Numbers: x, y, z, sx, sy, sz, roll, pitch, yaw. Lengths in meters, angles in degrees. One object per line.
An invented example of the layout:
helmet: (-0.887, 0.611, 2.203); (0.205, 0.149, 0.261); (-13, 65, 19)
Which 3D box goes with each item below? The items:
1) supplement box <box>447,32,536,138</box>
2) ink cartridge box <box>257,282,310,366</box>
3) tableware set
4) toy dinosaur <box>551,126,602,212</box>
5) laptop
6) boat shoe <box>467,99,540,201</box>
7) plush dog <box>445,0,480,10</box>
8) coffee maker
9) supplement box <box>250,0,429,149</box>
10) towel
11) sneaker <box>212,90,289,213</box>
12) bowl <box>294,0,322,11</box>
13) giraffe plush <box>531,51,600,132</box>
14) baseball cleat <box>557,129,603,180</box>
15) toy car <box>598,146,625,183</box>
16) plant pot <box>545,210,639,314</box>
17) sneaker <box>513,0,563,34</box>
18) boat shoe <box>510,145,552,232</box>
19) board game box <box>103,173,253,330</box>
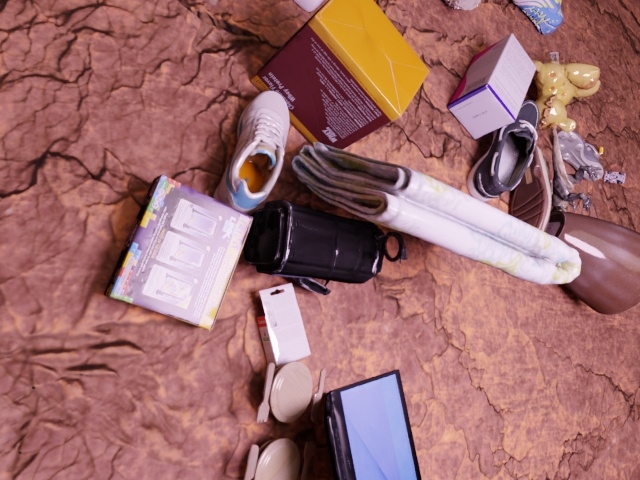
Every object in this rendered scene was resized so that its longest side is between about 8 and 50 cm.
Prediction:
supplement box: (0.403, -0.360, 1.162); (0.114, 0.111, 0.220); (42, 58, -20)
ink cartridge box: (-0.060, 0.128, 0.758); (0.063, 0.029, 0.115); (-11, 83, -36)
tableware set: (-0.060, 0.268, 0.711); (0.128, 0.039, 0.194); (23, 73, -47)
toy dinosaur: (0.604, -0.136, 1.203); (0.064, 0.118, 0.268); (-24, 116, -22)
laptop: (0.092, 0.338, 0.743); (0.137, 0.264, 0.234); (-11, 83, 0)
boat shoe: (0.443, -0.214, 1.133); (0.114, 0.091, 0.302); (35, 70, -15)
plush dog: (0.286, -0.691, 1.138); (0.263, 0.210, 0.225); (4, 49, -36)
coffee maker: (0.000, 0.000, 0.737); (0.178, 0.171, 0.120); (10, 60, -39)
supplement box: (0.029, -0.272, 0.821); (0.191, 0.194, 0.129); (44, 56, -18)
towel: (0.167, -0.040, 0.789); (0.375, 0.320, 0.090); (19, 99, -29)
sneaker: (-0.089, -0.142, 0.769); (0.088, 0.092, 0.228); (25, 63, -26)
bowl: (-0.029, -0.523, 0.936); (0.142, 0.053, 0.142); (39, 57, -22)
giraffe plush: (0.609, -0.365, 1.294); (0.210, 0.181, 0.170); (11, 93, -44)
baseball cleat: (0.717, -0.253, 1.395); (0.206, 0.072, 0.109); (41, 44, -25)
toy car: (0.876, -0.227, 1.500); (0.040, 0.060, 0.121); (-13, 93, -69)
plant pot: (0.626, 0.030, 1.179); (0.231, 0.215, 0.215); (28, 63, -11)
sneaker: (0.630, -0.659, 1.414); (0.240, 0.091, 0.126); (-16, 88, -38)
boat shoe: (0.519, -0.109, 1.192); (0.095, 0.095, 0.257); (26, 64, -34)
board game box: (-0.186, 0.018, 0.672); (0.141, 0.048, 0.170); (27, 73, -29)
